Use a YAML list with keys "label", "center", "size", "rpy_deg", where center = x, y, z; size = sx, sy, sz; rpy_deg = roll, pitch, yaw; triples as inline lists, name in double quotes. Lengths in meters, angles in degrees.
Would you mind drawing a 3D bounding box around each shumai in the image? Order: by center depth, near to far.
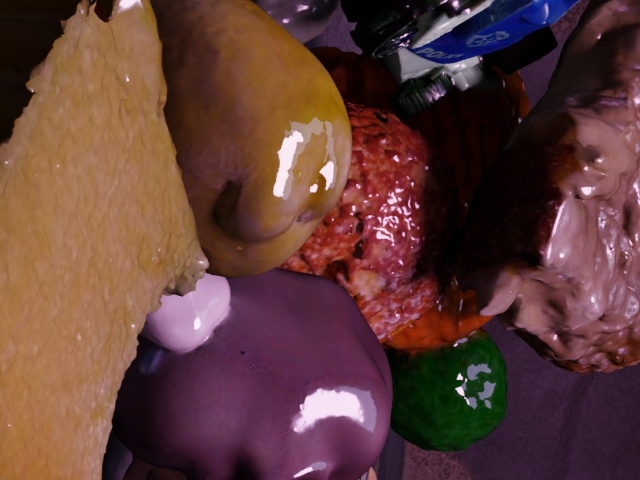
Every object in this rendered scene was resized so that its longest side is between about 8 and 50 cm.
- label: "shumai"
  center: [0.190, -0.044, 1.044]
  size: [0.283, 0.217, 0.346]
  rpy_deg: [-8, 118, -39]

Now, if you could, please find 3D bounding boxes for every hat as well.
- label: "hat"
  center: [0.063, 0.006, 1.269]
  size: [0.285, 0.285, 0.400]
  rpy_deg: [-28, 122, -77]

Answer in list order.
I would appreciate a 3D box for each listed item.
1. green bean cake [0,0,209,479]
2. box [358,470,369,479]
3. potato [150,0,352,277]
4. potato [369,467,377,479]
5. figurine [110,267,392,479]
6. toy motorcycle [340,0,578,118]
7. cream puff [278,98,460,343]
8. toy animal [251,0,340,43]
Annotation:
- label: "green bean cake"
  center: [-0.145, 0.022, 0.569]
  size: [0.233, 0.124, 0.236]
  rpy_deg: [83, 17, -48]
- label: "box"
  center: [-0.042, 0.279, 1.229]
  size: [0.173, 0.145, 0.333]
  rpy_deg: [74, 24, -69]
- label: "potato"
  center: [-0.075, -0.074, 0.747]
  size: [0.137, 0.200, 0.154]
  rpy_deg: [-48, 154, 0]
- label: "potato"
  center: [-0.005, 0.337, 1.543]
  size: [0.161, 0.128, 0.235]
  rpy_deg: [-56, 160, -34]
- label: "figurine"
  center: [-0.093, 0.172, 0.897]
  size: [0.218, 0.206, 0.365]
  rpy_deg: [-66, -178, -76]
- label: "toy motorcycle"
  center: [0.118, -0.183, 0.962]
  size: [0.125, 0.196, 0.331]
  rpy_deg: [62, 8, 0]
- label: "cream puff"
  center: [-0.001, 0.000, 1.037]
  size: [0.240, 0.240, 0.164]
  rpy_deg: [81, 7, -55]
- label: "toy animal"
  center: [-0.056, -0.176, 1.011]
  size: [0.251, 0.127, 0.125]
  rpy_deg: [116, -24, -79]
